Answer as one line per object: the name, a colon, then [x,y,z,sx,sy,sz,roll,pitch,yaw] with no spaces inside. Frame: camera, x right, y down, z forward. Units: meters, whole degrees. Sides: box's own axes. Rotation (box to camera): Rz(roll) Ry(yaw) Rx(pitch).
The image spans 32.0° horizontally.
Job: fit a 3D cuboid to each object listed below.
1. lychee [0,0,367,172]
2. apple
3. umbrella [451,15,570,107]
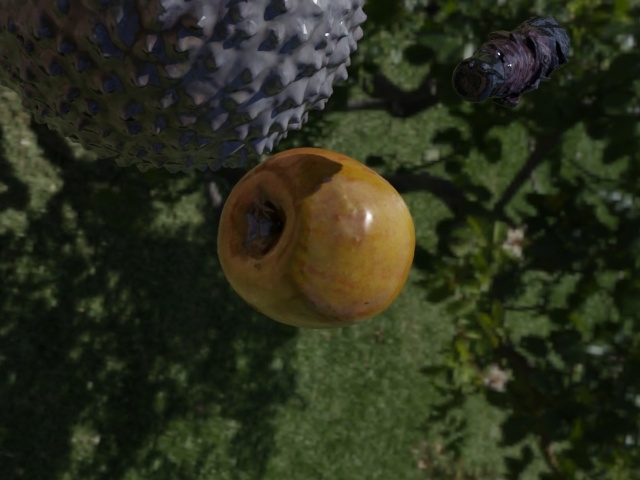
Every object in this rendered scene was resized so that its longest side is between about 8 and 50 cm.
lychee: [-0.108,-0.193,0.776,0.300,0.300,0.300,-16,109,-56]
apple: [0.000,0.000,1.795,0.275,0.299,0.299,7,89,-48]
umbrella: [0.253,-0.231,1.445,0.326,0.094,0.090,-35,146,-58]
